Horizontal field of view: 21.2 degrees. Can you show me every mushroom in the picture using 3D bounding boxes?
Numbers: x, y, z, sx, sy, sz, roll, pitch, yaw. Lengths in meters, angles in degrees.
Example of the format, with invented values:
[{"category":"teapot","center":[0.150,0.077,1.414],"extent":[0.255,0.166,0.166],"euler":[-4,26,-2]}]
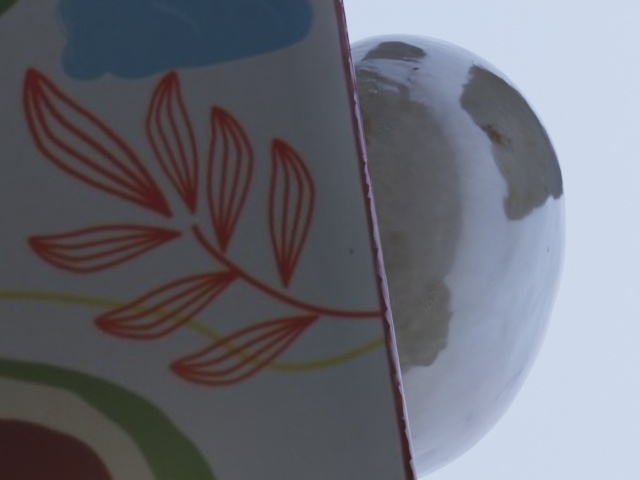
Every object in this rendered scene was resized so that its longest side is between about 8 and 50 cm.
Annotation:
[{"category":"mushroom","center":[0.000,0.000,0.773],"extent":[0.215,0.207,0.207],"euler":[21,-81,16]}]

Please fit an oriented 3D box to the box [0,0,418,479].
[{"category":"box","center":[-0.164,-0.060,0.574],"extent":[0.344,0.122,0.385],"euler":[-8,-106,0]}]
